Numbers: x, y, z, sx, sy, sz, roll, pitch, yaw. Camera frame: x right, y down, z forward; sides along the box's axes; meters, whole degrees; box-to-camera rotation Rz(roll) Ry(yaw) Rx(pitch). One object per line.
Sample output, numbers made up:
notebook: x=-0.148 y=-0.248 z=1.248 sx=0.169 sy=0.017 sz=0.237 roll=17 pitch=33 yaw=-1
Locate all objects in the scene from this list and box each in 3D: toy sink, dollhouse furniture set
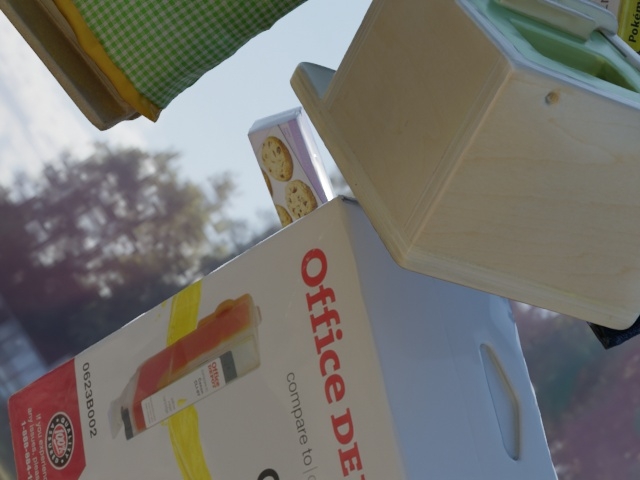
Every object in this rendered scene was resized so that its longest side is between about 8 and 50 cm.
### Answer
toy sink: x=0.100 y=-0.079 z=0.794 sx=0.153 sy=0.131 sz=0.234 roll=17 pitch=24 yaw=-25
dollhouse furniture set: x=-0.155 y=-0.209 z=0.818 sx=0.301 sy=0.197 sz=0.151 roll=52 pitch=22 yaw=-12

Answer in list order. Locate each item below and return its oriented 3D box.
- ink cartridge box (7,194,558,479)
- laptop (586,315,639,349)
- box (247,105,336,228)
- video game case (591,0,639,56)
ink cartridge box: x=-0.040 y=0.175 z=1.006 sx=0.160 sy=0.385 sz=0.279 roll=13 pitch=55 yaw=-46
laptop: x=0.293 y=0.001 z=1.583 sx=0.264 sy=0.234 sz=0.136 roll=58 pitch=-36 yaw=14
box: x=0.000 y=0.000 z=1.670 sx=0.063 sy=0.067 sz=0.324 roll=-72 pitch=144 yaw=-68
video game case: x=0.153 y=-0.154 z=1.139 sx=0.275 sy=0.035 sz=0.248 roll=16 pitch=-83 yaw=55
